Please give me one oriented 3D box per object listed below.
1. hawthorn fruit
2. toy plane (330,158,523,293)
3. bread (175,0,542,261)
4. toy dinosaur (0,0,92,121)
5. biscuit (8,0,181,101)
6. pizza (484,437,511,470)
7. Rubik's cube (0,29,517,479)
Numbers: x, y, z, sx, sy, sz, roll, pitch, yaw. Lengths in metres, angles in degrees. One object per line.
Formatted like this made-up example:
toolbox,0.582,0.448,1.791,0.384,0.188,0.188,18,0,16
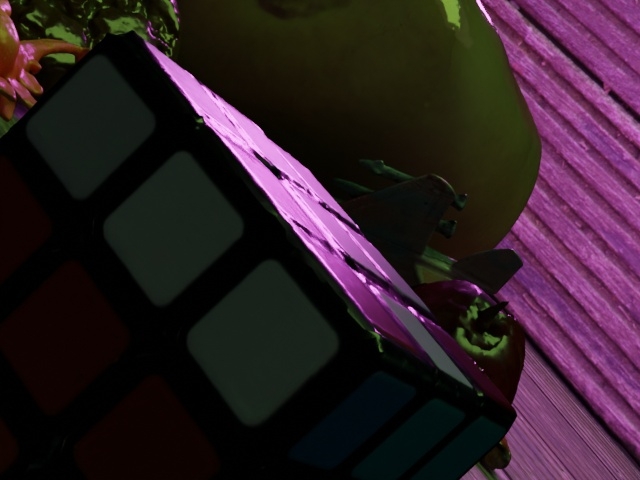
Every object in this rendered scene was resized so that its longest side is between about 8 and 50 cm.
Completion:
hawthorn fruit,0.085,0.092,1.138,0.148,0.172,0.148,18,52,-24
toy plane,0.004,-0.003,1.302,0.326,0.223,0.104,31,39,16
bread,0.031,-0.115,1.490,0.348,0.253,0.376,16,-19,26
toy dinosaur,-0.218,-0.124,0.939,0.288,0.070,0.117,29,30,-52
biscuit,-0.197,-0.187,1.114,0.226,0.042,0.226,23,47,-27
pizza,0.131,0.160,1.593,0.176,0.036,0.184,39,12,-40
Rubik's cube,-0.053,0.049,0.557,0.163,0.160,0.162,50,8,28
